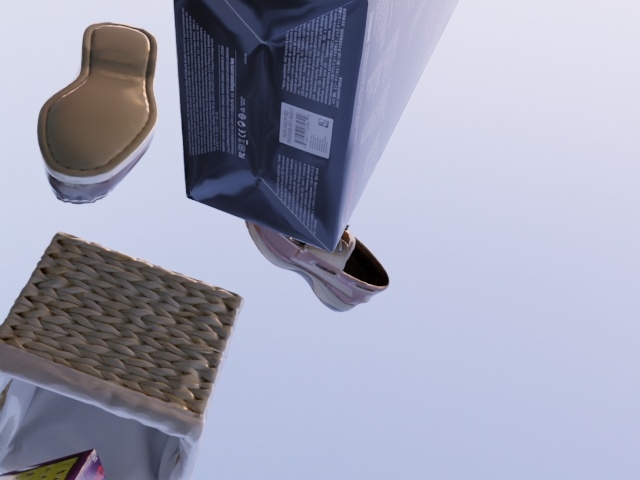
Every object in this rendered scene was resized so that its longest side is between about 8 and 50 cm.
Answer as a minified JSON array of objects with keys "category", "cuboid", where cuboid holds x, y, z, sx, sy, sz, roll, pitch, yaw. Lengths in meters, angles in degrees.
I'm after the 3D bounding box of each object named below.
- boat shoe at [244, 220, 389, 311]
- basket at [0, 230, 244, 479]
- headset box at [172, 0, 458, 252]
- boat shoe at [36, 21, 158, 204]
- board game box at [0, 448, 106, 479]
[{"category":"boat shoe","cuboid":[0.000,0.000,1.712,0.116,0.324,0.123,-17,-128,31]},{"category":"basket","cuboid":[-0.319,0.211,1.601,0.331,0.328,0.266,18,-129,-3]},{"category":"headset box","cuboid":[0.023,-0.177,0.669,0.110,0.218,0.293,21,-123,10]},{"category":"boat shoe","cuboid":[-0.236,-0.127,1.146,0.117,0.096,0.324,10,-145,-10]},{"category":"board game box","cuboid":[-0.438,0.345,1.224,0.347,0.056,0.208,-16,-171,8]}]
